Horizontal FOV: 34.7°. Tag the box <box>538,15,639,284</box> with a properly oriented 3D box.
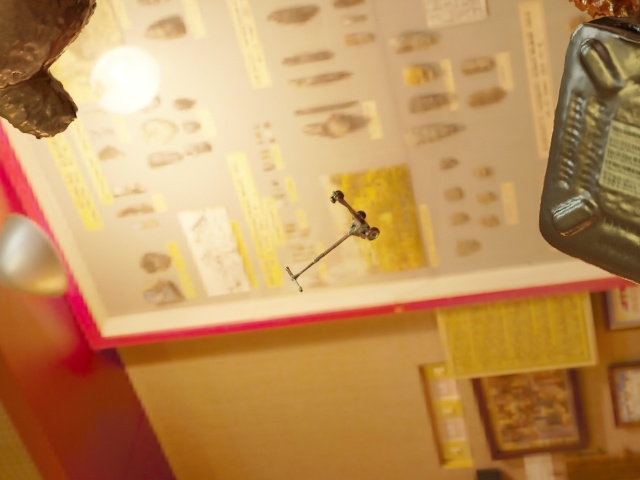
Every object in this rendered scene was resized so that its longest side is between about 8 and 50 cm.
[{"bbox_3d":[0.377,-0.077,1.092,0.073,0.290,0.288,-25,-50,-43],"label":"box"}]

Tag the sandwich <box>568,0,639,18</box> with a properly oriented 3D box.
[{"bbox_3d":[0.366,-0.386,1.303,0.212,0.292,0.109,49,156,2],"label":"sandwich"}]

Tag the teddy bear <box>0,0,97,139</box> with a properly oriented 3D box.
[{"bbox_3d":[-0.286,-0.161,0.776,0.236,0.267,0.151,40,-145,-16],"label":"teddy bear"}]

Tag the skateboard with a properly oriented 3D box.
[{"bbox_3d":[0.000,0.000,0.840,0.064,0.083,0.032,42,-171,-49],"label":"skateboard"}]
